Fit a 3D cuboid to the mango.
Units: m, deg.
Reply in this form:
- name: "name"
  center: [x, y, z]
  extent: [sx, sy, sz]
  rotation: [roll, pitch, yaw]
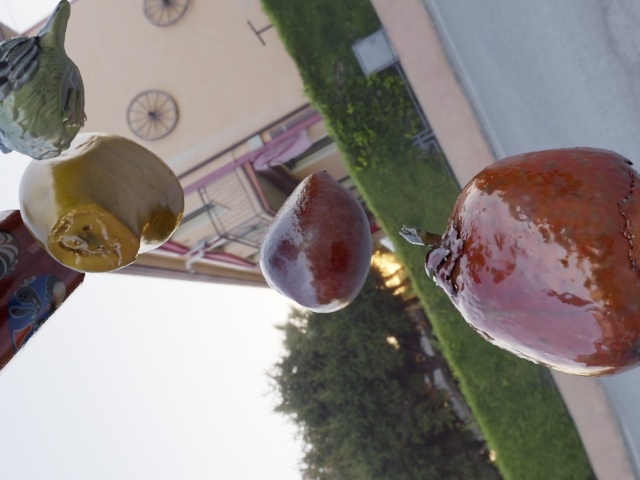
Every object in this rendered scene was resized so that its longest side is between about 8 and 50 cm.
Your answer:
- name: "mango"
  center: [-0.281, -0.060, 0.668]
  extent: [0.187, 0.144, 0.359]
  rotation: [39, -173, -8]

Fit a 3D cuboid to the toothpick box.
- name: "toothpick box"
  center: [-0.553, 0.113, 0.803]
  extent: [0.204, 0.204, 0.333]
  rotation: [59, -157, -24]

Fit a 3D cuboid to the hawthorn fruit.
- name: "hawthorn fruit"
  center: [0.249, 0.015, 0.610]
  extent: [0.276, 0.307, 0.276]
  rotation: [10, -90, -74]

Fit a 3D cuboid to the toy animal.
- name: "toy animal"
  center: [-0.257, -0.140, 0.436]
  extent: [0.098, 0.098, 0.137]
  rotation: [-73, -11, -78]

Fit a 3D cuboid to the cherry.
- name: "cherry"
  center: [0.003, 0.010, 0.920]
  extent: [0.206, 0.239, 0.239]
  rotation: [37, -171, 0]
